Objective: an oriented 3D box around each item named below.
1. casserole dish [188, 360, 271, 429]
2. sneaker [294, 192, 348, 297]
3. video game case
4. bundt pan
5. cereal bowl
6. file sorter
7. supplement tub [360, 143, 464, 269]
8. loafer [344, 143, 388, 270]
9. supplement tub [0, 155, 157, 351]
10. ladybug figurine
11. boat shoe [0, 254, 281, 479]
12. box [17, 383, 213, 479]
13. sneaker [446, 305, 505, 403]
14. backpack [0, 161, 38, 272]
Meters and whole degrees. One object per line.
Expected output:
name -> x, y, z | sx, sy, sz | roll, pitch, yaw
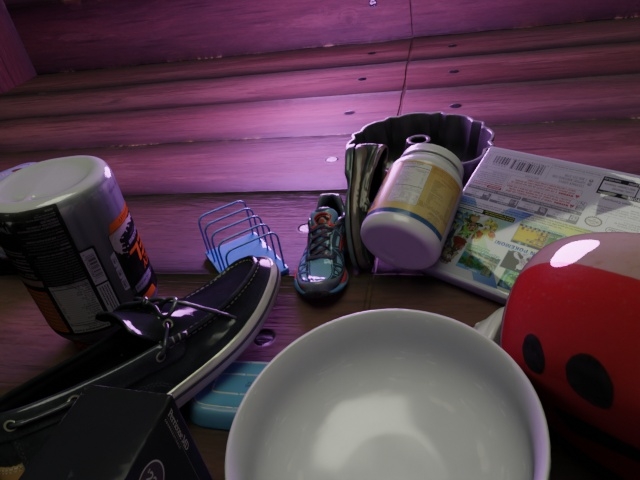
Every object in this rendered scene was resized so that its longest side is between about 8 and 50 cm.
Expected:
casserole dish -> -0.112, 0.225, 0.758 | 0.189, 0.036, 0.114 | 1, 36, 13
sneaker -> 0.000, 0.000, 0.973 | 0.104, 0.125, 0.261 | -4, 35, 11
video game case -> 0.381, -0.017, 0.884 | 0.329, 0.036, 0.299 | 23, 70, 37
bundt pan -> 0.229, -0.179, 1.175 | 0.331, 0.124, 0.330 | -7, 36, 5
cereal bowl -> 0.074, 0.245, 0.575 | 0.339, 0.141, 0.338 | -10, 39, 8
file sorter -> -0.161, 0.008, 1.021 | 0.118, 0.104, 0.170 | -25, 38, -20
supplement tub -> 0.171, -0.063, 0.916 | 0.145, 0.144, 0.199 | 11, 57, 28
loafer -> 0.095, -0.075, 0.990 | 0.084, 0.096, 0.267 | -8, 69, 18
supplement tub -> -0.397, 0.034, 0.856 | 0.194, 0.315, 0.193 | -6, 35, 4
ladybug figurine -> 0.332, 0.140, 0.508 | 0.162, 0.305, 0.449 | -40, 3, -10
boat shoe -> -0.250, 0.153, 0.761 | 0.187, 0.155, 0.500 | -6, 27, 50
box -> -0.182, 0.294, 0.477 | 0.103, 0.261, 0.184 | 0, 36, 14
sneaker -> 0.211, 0.160, 0.744 | 0.212, 0.080, 0.094 | -37, 31, -32
backpack -> -0.639, -0.057, 1.159 | 0.264, 0.213, 0.276 | 15, 38, 16
